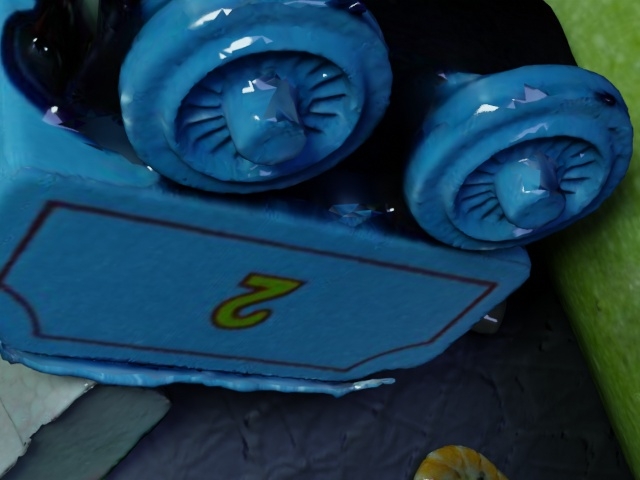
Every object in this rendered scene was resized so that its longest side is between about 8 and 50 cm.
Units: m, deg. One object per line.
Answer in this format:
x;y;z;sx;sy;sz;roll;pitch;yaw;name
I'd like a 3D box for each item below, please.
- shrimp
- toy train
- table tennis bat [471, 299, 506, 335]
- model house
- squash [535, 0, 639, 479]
0.084;0.179;0.689;0.083;0.023;0.114;27;64;-9;shrimp
-0.018;-0.051;0.563;0.300;0.265;0.188;11;47;-35;toy train
0.000;0.000;0.723;0.246;0.022;0.138;22;68;-7;table tennis bat
-0.153;0.078;0.627;0.100;0.088;0.100;-45;62;7;model house
0.234;-0.068;0.682;0.263;0.263;0.384;-15;77;-20;squash
